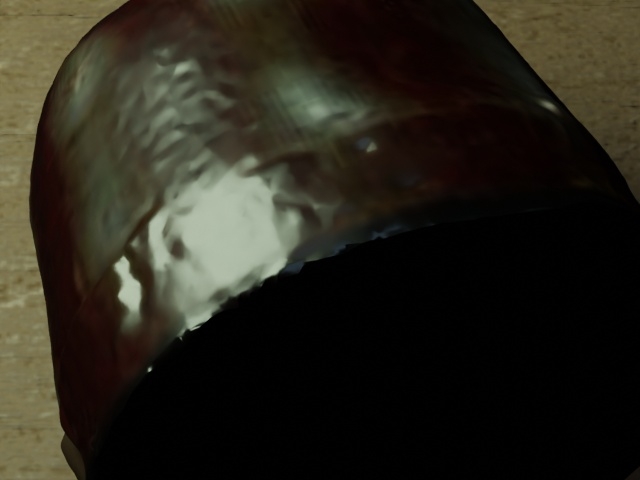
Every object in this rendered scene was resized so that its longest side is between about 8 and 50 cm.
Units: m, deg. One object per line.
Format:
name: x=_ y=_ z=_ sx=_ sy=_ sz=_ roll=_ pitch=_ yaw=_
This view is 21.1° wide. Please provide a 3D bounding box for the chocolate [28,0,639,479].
chocolate: x=0.000 y=0.000 z=1.038 sx=0.383 sy=0.384 sz=0.331 roll=-16 pitch=47 yaw=-6
